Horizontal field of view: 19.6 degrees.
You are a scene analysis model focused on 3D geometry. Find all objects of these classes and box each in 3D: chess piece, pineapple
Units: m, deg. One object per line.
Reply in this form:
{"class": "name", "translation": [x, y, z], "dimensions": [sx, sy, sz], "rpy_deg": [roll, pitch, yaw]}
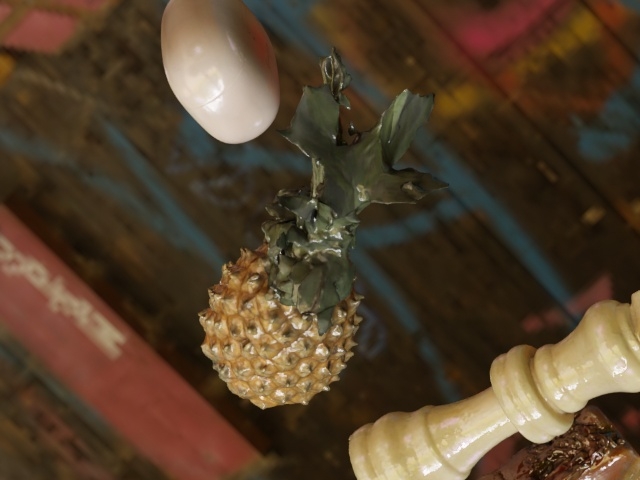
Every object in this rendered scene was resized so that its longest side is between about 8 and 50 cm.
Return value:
{"class": "chess piece", "translation": [0.217, 0.154, 1.856], "dimensions": [0.397, 0.117, 0.117], "rpy_deg": [-32, -165, 24]}
{"class": "pineapple", "translation": [0.000, 0.000, 1.229], "dimensions": [0.130, 0.119, 0.277], "rpy_deg": [-39, 164, -33]}

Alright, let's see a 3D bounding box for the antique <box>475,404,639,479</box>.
{"class": "antique", "translation": [0.207, 0.303, 1.991], "dimensions": [0.310, 0.093, 0.087], "rpy_deg": [-37, -145, 0]}

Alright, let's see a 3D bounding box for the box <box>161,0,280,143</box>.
{"class": "box", "translation": [-0.105, -0.189, 1.944], "dimensions": [0.088, 0.146, 0.200], "rpy_deg": [-31, -147, 16]}
